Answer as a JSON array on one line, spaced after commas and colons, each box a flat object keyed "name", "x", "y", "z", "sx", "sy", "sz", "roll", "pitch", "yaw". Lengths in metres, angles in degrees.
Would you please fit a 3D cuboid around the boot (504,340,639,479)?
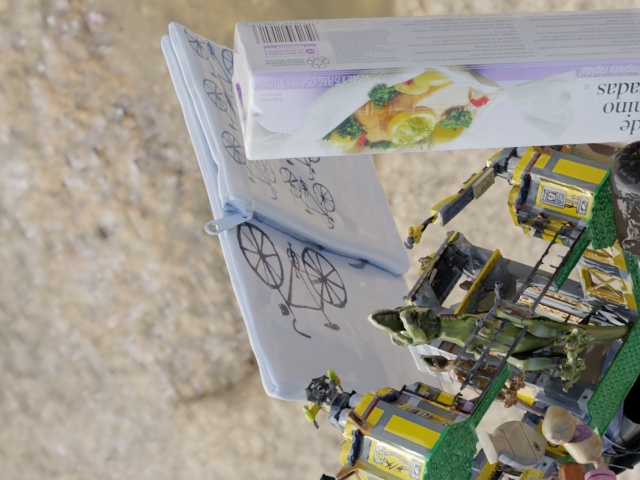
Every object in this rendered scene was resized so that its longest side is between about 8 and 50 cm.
[{"name": "boot", "x": 0.209, "y": 0.169, "z": 1.236, "sx": 0.106, "sy": 0.082, "sz": 0.219, "roll": -13, "pitch": 68, "yaw": 55}]

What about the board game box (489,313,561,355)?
[{"name": "board game box", "x": 0.273, "y": 0.113, "z": 1.675, "sx": 0.181, "sy": 0.092, "sz": 0.043, "roll": 8, "pitch": 132, "yaw": 13}]

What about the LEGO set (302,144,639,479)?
[{"name": "LEGO set", "x": 0.085, "y": 0.078, "z": 1.112, "sx": 0.192, "sy": 0.331, "sz": 0.255, "roll": 19, "pitch": 160, "yaw": 34}]

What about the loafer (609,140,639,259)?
[{"name": "loafer", "x": 0.288, "y": -0.003, "z": 0.996, "sx": 0.220, "sy": 0.080, "sz": 0.078, "roll": 18, "pitch": 133, "yaw": 12}]

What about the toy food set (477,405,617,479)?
[{"name": "toy food set", "x": 0.140, "y": 0.129, "z": 0.884, "sx": 0.019, "sy": 0.122, "sz": 0.078, "roll": -36, "pitch": 74, "yaw": 29}]

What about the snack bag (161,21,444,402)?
[{"name": "snack bag", "x": 0.000, "y": 0.000, "z": 1.360, "sx": 0.037, "sy": 0.323, "sz": 0.342, "roll": -27, "pitch": 66, "yaw": 23}]

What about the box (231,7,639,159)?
[{"name": "box", "x": 0.109, "y": -0.097, "z": 0.951, "sx": 0.067, "sy": 0.324, "sz": 0.063, "roll": -107, "pitch": 17, "yaw": -50}]

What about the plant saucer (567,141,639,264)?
[{"name": "plant saucer", "x": 0.345, "y": 0.018, "z": 1.487, "sx": 0.050, "sy": 0.310, "sz": 0.310, "roll": -37, "pitch": 85, "yaw": 13}]
